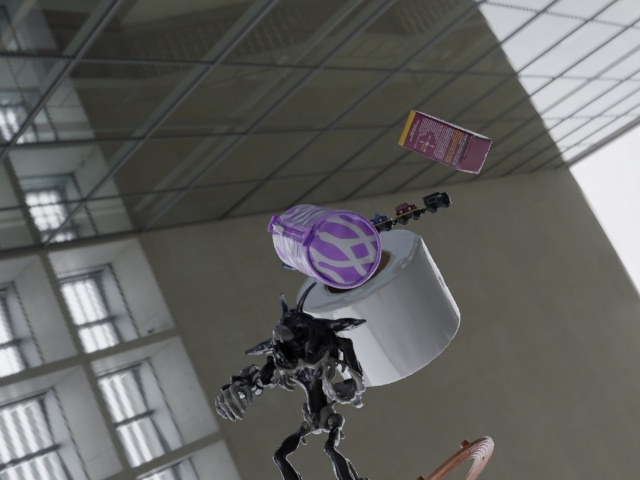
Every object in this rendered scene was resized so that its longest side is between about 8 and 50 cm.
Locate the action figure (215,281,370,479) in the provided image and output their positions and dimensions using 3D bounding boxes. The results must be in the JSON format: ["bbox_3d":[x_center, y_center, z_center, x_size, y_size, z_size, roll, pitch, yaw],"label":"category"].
[{"bbox_3d":[-0.017,0.176,0.892,0.141,0.164,0.275,31,-136,-67],"label":"action figure"}]

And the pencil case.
[{"bbox_3d":[0.000,0.000,0.894,0.088,0.206,0.086,30,-95,-15],"label":"pencil case"}]

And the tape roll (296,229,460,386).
[{"bbox_3d":[0.102,0.117,1.425,0.169,0.246,0.246,60,-143,-20],"label":"tape roll"}]

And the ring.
[{"bbox_3d":[0.272,0.572,1.855,0.337,0.336,0.032,-7,-138,-47],"label":"ring"}]

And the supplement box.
[{"bbox_3d":[0.139,-0.110,0.899,0.083,0.043,0.055,29,-165,32],"label":"supplement box"}]

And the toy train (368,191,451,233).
[{"bbox_3d":[0.146,-0.047,1.379,0.027,0.158,0.036,8,-119,-78],"label":"toy train"}]
